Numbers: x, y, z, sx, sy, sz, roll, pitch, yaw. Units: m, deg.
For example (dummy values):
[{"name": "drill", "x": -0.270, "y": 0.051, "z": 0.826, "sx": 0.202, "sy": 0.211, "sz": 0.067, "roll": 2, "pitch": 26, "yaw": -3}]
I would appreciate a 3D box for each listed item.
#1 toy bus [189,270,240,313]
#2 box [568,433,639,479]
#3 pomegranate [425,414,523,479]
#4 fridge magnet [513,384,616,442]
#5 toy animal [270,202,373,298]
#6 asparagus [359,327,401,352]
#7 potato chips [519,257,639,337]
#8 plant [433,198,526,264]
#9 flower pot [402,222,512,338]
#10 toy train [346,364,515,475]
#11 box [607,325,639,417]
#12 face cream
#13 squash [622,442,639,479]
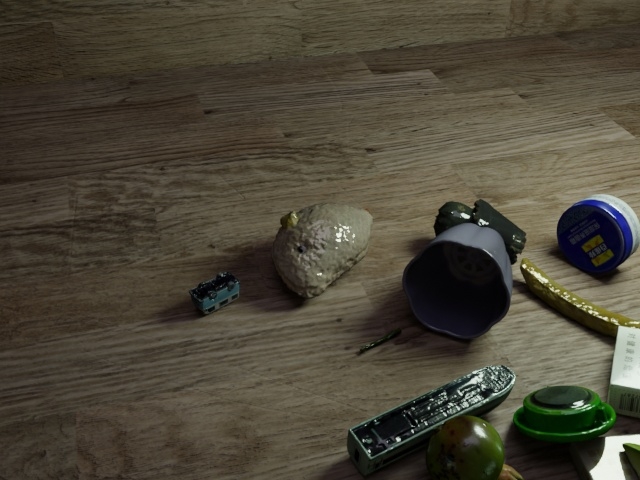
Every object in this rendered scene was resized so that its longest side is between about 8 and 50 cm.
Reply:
[{"name": "toy bus", "x": -0.270, "y": 0.139, "z": 1.819, "sx": 0.123, "sy": 0.075, "sz": 0.060, "roll": -27, "pitch": 45, "yaw": -32}, {"name": "box", "x": 0.639, "y": 0.532, "z": 1.356, "sx": 0.204, "sy": 0.051, "sz": 0.365, "roll": -2, "pitch": 37, "yaw": -5}, {"name": "pomegranate", "x": 0.304, "y": 0.437, "z": 1.406, "sx": 0.205, "sy": 0.159, "sz": 0.159, "roll": 33, "pitch": 41, "yaw": -1}, {"name": "fridge magnet", "x": 0.511, "y": 0.366, "z": 1.499, "sx": 0.207, "sy": 0.088, "sz": 0.208, "roll": -10, "pitch": 7, "yaw": 1}, {"name": "toy animal", "x": 0.004, "y": -0.003, "z": 1.926, "sx": 0.226, "sy": 0.188, "sz": 0.358, "roll": 32, "pitch": 46, "yaw": 26}, {"name": "asparagus", "x": 0.147, "y": 0.245, "z": 1.744, "sx": 0.127, "sy": 0.018, "sz": 0.015, "roll": -23, "pitch": 9, "yaw": -29}, {"name": "potato chips", "x": 0.675, "y": 0.170, "z": 1.816, "sx": 0.407, "sy": 0.080, "sz": 0.057, "roll": 31, "pitch": 30, "yaw": 35}, {"name": "plant", "x": 0.440, "y": -0.018, "z": 1.989, "sx": 0.255, "sy": 0.164, "sz": 0.142, "roll": 21, "pitch": 40, "yaw": 6}, {"name": "flower pot", "x": 0.363, "y": 0.075, "z": 1.802, "sx": 0.265, "sy": 0.265, "sz": 0.243, "roll": 14, "pitch": 28, "yaw": 16}, {"name": "toy train", "x": 0.249, "y": 0.376, "z": 1.516, "sx": 0.406, "sy": 0.088, "sz": 0.086, "roll": -18, "pitch": 43, "yaw": -24}, {"name": "box", "x": 0.823, "y": 0.312, "z": 1.577, "sx": 0.330, "sy": 0.095, "sz": 0.210, "roll": 6, "pitch": 36, "yaw": 25}, {"name": "face cream", "x": 0.770, "y": -0.022, "z": 1.962, "sx": 0.111, "sy": 0.206, "sz": 0.206, "roll": -25, "pitch": 44, "yaw": -34}, {"name": "squash", "x": 0.687, "y": 0.511, "z": 1.319, "sx": 0.111, "sy": 0.203, "sz": 0.288, "roll": -4, "pitch": 2, "yaw": -8}]
